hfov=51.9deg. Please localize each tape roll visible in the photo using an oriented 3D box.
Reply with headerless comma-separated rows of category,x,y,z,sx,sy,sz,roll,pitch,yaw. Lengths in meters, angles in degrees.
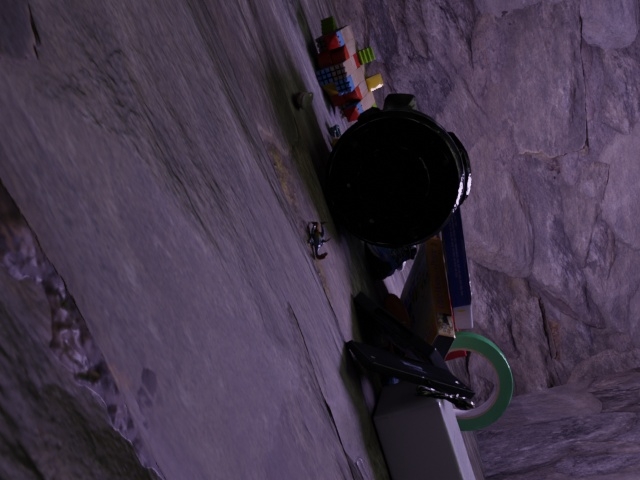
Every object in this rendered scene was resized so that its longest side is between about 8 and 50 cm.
tape roll,0.473,0.467,2.192,0.077,0.321,0.321,-12,85,-78

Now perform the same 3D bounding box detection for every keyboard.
keyboard,0.217,0.305,1.444,0.317,0.033,0.201,21,8,-30

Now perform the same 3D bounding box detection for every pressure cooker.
pressure cooker,0.212,-0.194,1.845,0.375,0.370,0.420,45,14,-3

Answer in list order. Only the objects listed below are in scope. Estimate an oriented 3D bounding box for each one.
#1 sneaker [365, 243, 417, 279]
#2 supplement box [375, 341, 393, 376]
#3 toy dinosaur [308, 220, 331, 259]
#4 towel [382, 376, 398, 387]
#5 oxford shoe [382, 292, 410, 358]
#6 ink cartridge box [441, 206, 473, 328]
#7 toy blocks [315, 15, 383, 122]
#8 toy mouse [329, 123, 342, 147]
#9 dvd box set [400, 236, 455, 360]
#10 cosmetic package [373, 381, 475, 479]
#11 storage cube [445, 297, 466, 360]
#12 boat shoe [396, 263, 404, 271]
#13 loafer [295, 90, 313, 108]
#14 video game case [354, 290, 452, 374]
sneaker,0.236,0.026,2.155,0.330,0.147,0.130,-67,138,-70
supplement box,0.168,0.309,1.716,0.083,0.043,0.055,-60,132,-72
toy dinosaur,0.000,0.000,1.412,0.090,0.047,0.082,13,79,-88
towel,0.187,0.380,1.739,0.119,0.029,0.067,-56,129,-75
oxford shoe,0.235,0.265,2.006,0.076,0.076,0.212,4,70,-72
ink cartridge box,0.405,0.080,1.965,0.307,0.072,0.304,58,27,-62
toy blocks,0.075,-0.568,2.257,0.261,0.190,0.381,-56,129,-60
toy mouse,0.058,-0.314,2.099,0.143,0.031,0.161,-90,160,-52
dvd box set,0.329,0.235,2.083,0.420,0.062,0.308,-87,-171,-49
cosmetic package,0.275,0.573,1.554,0.230,0.161,0.453,-25,98,-77
storage cube,0.393,0.315,2.349,0.184,0.193,0.215,-93,162,-49
boat shoe,0.272,-0.003,2.473,0.084,0.095,0.258,-88,157,-67
loafer,-0.049,-0.368,1.713,0.125,0.039,0.045,-54,159,-71
video game case,0.220,0.258,1.709,0.248,0.035,0.275,37,-8,31
